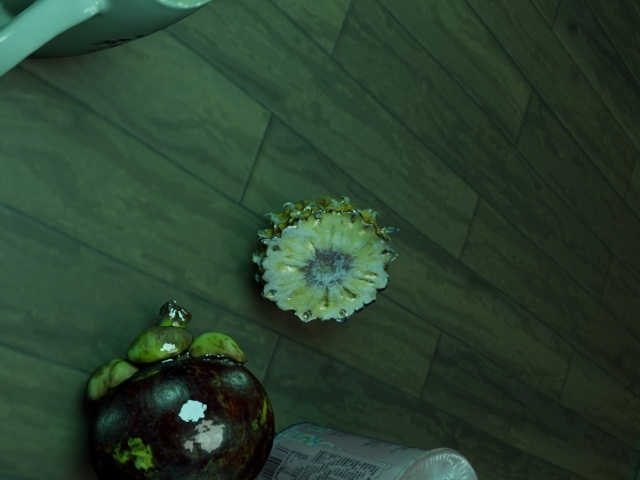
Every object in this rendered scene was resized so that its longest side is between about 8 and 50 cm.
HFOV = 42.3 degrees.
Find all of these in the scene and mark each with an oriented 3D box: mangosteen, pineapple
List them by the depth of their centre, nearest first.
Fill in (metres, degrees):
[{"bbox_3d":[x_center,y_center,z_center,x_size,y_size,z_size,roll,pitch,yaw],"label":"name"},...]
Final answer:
[{"bbox_3d":[-0.149,0.172,0.869,0.192,0.192,0.217,13,54,-48],"label":"mangosteen"},{"bbox_3d":[-0.001,0.003,1.032,0.176,0.137,0.161,-10,121,-7],"label":"pineapple"}]

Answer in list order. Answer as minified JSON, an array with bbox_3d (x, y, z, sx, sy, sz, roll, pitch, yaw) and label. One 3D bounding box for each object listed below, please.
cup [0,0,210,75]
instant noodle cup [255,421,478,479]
[{"bbox_3d":[-0.208,-0.224,0.686,0.186,0.234,0.258,50,62,-39],"label":"cup"},{"bbox_3d":[0.043,0.354,1.047,0.243,0.231,0.242,-8,101,-47],"label":"instant noodle cup"}]
